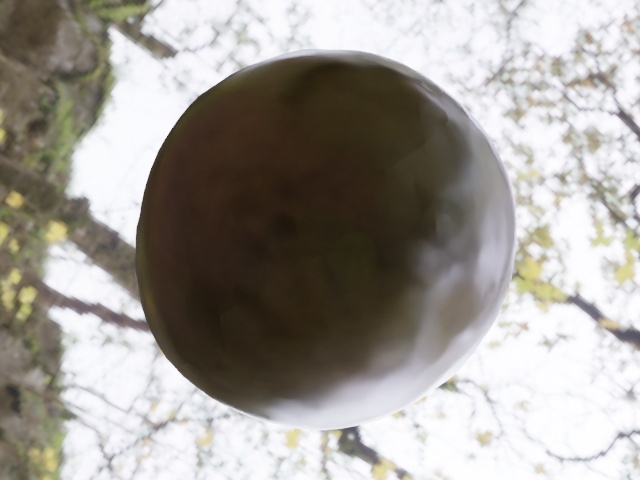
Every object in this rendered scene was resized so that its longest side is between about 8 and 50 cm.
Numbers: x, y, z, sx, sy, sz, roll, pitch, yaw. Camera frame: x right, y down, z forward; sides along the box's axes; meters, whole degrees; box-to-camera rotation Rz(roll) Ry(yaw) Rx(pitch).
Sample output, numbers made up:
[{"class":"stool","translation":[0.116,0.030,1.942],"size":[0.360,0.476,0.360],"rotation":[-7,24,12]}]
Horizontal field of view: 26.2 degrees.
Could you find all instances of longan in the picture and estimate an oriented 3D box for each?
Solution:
[{"class":"longan","translation":[0.002,0.004,1.014],"size":[0.297,0.297,0.297],"rotation":[-33,-142,30]}]
